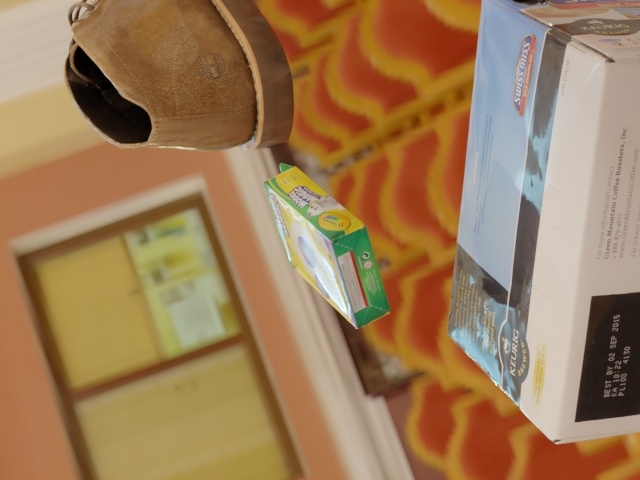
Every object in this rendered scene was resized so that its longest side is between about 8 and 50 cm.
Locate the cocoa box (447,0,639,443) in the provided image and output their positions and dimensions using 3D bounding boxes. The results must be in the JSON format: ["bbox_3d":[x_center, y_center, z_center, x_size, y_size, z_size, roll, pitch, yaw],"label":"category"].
[{"bbox_3d":[0.271,-0.033,1.583,0.228,0.231,0.347,-134,45,-59],"label":"cocoa box"}]

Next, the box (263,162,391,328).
[{"bbox_3d":[0.000,0.000,1.711,0.179,0.043,0.105,44,156,57],"label":"box"}]

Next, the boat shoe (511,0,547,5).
[{"bbox_3d":[0.131,-0.172,1.149,0.142,0.049,0.040,6,-105,-50],"label":"boat shoe"}]

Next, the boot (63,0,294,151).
[{"bbox_3d":[-0.130,-0.157,1.199,0.305,0.115,0.112,-127,33,-47],"label":"boot"}]
